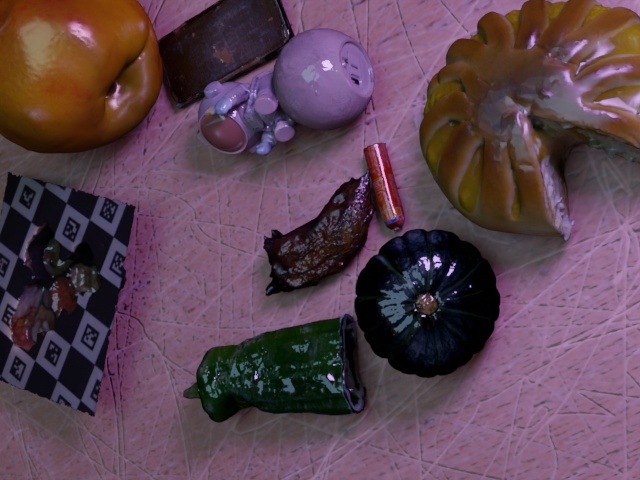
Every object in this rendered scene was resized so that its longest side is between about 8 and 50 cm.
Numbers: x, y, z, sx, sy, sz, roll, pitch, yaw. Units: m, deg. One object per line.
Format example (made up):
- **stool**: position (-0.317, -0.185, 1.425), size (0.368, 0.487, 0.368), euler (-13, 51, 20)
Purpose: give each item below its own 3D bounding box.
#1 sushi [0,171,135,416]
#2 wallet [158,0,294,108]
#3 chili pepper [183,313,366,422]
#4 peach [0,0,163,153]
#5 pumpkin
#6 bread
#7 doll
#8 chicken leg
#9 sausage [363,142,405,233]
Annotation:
- **sushi**: position (-0.407, 0.081, 1.998), size (0.320, 0.069, 0.339), euler (12, 92, 39)
- **wallet**: position (-0.145, -0.300, 1.892), size (0.232, 0.031, 0.122), euler (-25, 78, 28)
- **chili pepper**: position (-0.075, 0.194, 1.770), size (0.270, 0.099, 0.136), euler (-12, 89, 24)
- **peach**: position (-0.406, -0.273, 1.896), size (0.308, 0.289, 0.289), euler (24, 98, 28)
- **pumpkin**: position (0.141, 0.081, 1.626), size (0.194, 0.150, 0.194), euler (3, 97, 25)
- **bread**: position (0.272, -0.164, 1.565), size (0.333, 0.160, 0.333), euler (-4, 82, 30)
- **doll**: position (-0.063, -0.204, 1.781), size (0.287, 0.151, 0.151), euler (-18, 77, 34)
- **chicken leg**: position (0.000, 0.000, 1.761), size (0.234, 0.063, 0.105), euler (-34, 90, 23)
- **sausage**: position (0.091, -0.071, 1.734), size (0.034, 0.034, 0.129), euler (-20, 76, 27)
